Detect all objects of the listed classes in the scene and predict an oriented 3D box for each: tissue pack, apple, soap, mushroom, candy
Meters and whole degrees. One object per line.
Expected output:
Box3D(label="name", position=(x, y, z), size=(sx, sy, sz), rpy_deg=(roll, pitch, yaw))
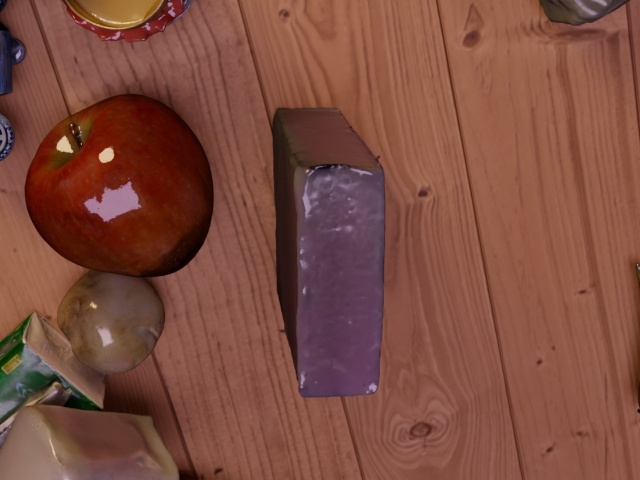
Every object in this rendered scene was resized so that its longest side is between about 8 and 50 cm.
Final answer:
Box3D(label="tissue pack", position=(-0.420, 0.237, 1.237), size=(0.209, 0.156, 0.148), rpy_deg=(-40, 112, 8))
Box3D(label="apple", position=(-0.238, -0.056, 1.117), size=(0.229, 0.230, 0.230), rpy_deg=(-2, 111, -6))
Box3D(label="soap", position=(0.000, 0.000, 1.123), size=(0.107, 0.296, 0.286), rpy_deg=(-4, 113, -8))
Box3D(label="mushroom", position=(-0.281, 0.106, 1.225), size=(0.148, 0.112, 0.148), rpy_deg=(4, 82, -31))
Box3D(label="candy", position=(-0.353, 0.392, 1.209), size=(0.208, 0.145, 0.359), rpy_deg=(15, 113, -46))

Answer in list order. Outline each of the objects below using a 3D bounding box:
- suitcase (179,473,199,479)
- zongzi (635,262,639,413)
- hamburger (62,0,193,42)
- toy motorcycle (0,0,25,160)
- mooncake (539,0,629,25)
Box3D(label="suitcase", position=(-0.165, 0.516, 1.368), size=(0.297, 0.161, 0.236), rpy_deg=(37, 101, -17))
Box3D(label="zongzi", position=(0.495, 0.162, 1.349), size=(0.204, 0.094, 0.205), rpy_deg=(30, 105, -12))
Box3D(label="hamburger", position=(-0.220, -0.313, 1.058), size=(0.175, 0.137, 0.175), rpy_deg=(1, 98, 9))
Box3D(label="toy motorcycle", position=(-0.440, -0.221, 1.098), size=(0.135, 0.092, 0.255), rpy_deg=(3, 102, 2))
Box3D(label="mooncake", position=(0.350, -0.413, 1.093), size=(0.250, 0.136, 0.254), rpy_deg=(-36, 111, 3))
